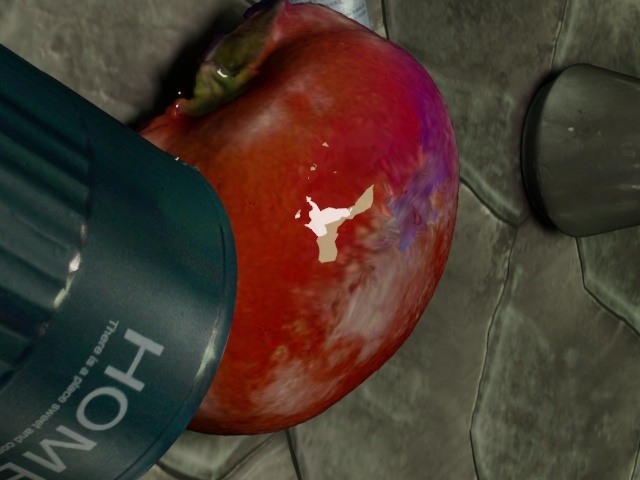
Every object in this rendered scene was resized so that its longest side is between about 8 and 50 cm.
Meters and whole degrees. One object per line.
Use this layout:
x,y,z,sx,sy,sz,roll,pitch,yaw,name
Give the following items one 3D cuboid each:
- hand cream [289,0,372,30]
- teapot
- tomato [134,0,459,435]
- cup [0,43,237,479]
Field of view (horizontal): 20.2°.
0.002,-0.195,1.412,0.058,0.091,0.271,-108,-179,-63,hand cream
0.330,-0.095,1.732,0.203,0.225,0.171,-61,137,-31,teapot
0.005,-0.002,1.308,0.335,0.176,0.289,-47,132,-30,tomato
-0.251,0.011,0.987,0.292,0.308,0.242,38,31,-48,cup
